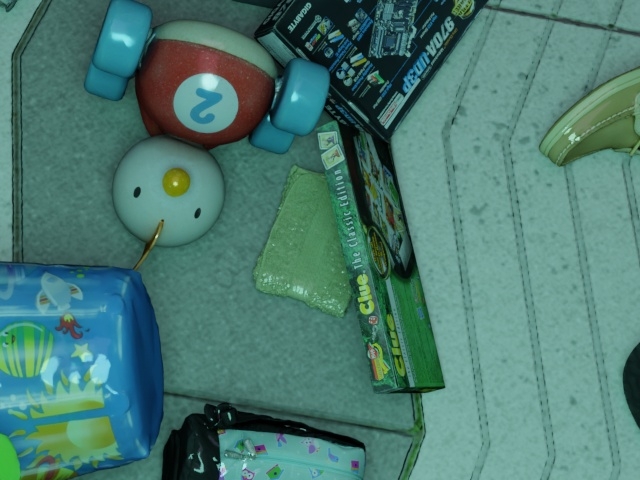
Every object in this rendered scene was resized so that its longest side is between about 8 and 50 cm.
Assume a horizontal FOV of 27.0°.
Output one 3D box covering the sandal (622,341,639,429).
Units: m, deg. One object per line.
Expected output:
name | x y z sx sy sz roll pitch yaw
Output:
sandal | 0.451 0.270 1.252 0.107 0.167 0.446 -13 68 -36

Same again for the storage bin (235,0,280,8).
storage bin | -0.040 -0.303 1.448 0.135 0.098 0.091 10 79 -2

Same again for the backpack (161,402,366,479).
backpack | -0.049 0.221 1.226 0.182 0.152 0.115 12 73 -15

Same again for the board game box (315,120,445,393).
board game box | 0.060 0.020 1.296 0.030 0.136 0.260 -17 77 20

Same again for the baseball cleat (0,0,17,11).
baseball cleat | -0.408 -0.310 1.417 0.205 0.072 0.109 26 75 8

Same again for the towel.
towel | 0.000 0.000 1.367 0.110 0.027 0.148 19 67 0

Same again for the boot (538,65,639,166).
boot | 0.382 -0.086 1.409 0.262 0.095 0.203 -23 75 -19

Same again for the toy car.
toy car | -0.136 -0.080 1.302 0.219 0.210 0.238 17 80 -12

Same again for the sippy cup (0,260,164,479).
sippy cup | -0.257 0.116 1.150 0.224 0.240 0.306 -6 54 5

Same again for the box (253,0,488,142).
box | 0.058 -0.237 1.410 0.175 0.051 0.220 43 68 -21
